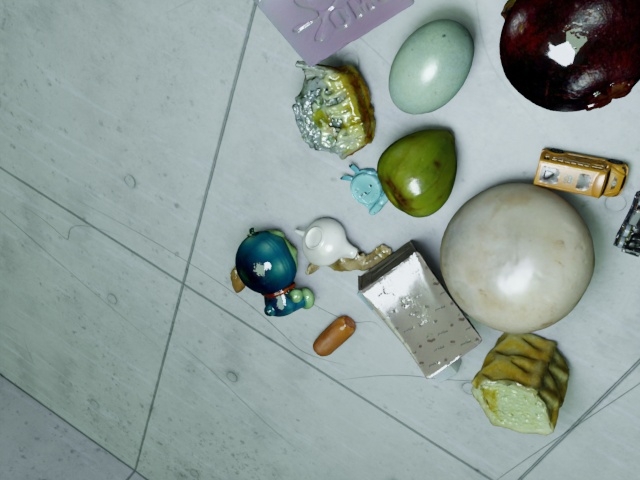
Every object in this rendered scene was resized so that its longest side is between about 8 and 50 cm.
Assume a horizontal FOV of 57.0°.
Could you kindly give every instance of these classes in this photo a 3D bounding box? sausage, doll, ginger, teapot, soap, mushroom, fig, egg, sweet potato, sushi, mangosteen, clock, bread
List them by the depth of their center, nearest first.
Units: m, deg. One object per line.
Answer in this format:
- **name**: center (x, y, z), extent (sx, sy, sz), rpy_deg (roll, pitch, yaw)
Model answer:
- **mangosteen**: center (0.497, -0.427, 1.153), extent (0.306, 0.306, 0.347), rpy_deg (-25, 74, 36)
- **soap**: center (0.025, -0.550, 1.278), extent (0.296, 0.285, 0.107), rpy_deg (-29, 66, 17)
- **egg**: center (0.251, -0.394, 1.356), extent (0.169, 0.169, 0.237), rpy_deg (38, 134, 4)
- **mushroom**: center (0.480, 0.042, 1.446), extent (0.362, 0.294, 0.363), rpy_deg (-3, 84, 35)
- **fig**: center (0.258, -0.175, 1.481), extent (0.225, 0.203, 0.203), rpy_deg (-44, 92, 1)
- **sushi**: center (0.034, -0.345, 1.520), extent (0.184, 0.139, 0.274), rpy_deg (-5, 113, 29)
- **bread**: center (0.544, 0.382, 1.584), extent (0.196, 0.252, 0.239), rpy_deg (-27, 105, 37)
- **clock**: center (0.126, -0.149, 1.639), extent (0.147, 0.045, 0.108), rpy_deg (40, 126, 3)
- **teapot**: center (0.000, 0.000, 1.743), extent (0.226, 0.092, 0.145), rpy_deg (24, 88, 41)
- **ginger**: center (0.080, 0.061, 1.765), extent (0.287, 0.075, 0.089), rpy_deg (-8, 135, 26)
- **doll**: center (-0.149, 0.103, 1.832), extent (0.198, 0.186, 0.322), rpy_deg (-6, 113, 52)
- **sausage**: center (0.041, 0.316, 1.928), extent (0.076, 0.076, 0.197), rpy_deg (42, 129, 1)
- **sweet potato**: center (-0.264, 0.101, 1.981), extent (0.067, 0.060, 0.206), rpy_deg (14, 117, -19)

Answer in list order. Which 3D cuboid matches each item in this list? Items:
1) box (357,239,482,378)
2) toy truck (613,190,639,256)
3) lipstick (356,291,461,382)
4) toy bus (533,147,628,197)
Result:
- **box**: center (0.261, 0.177, 1.598), extent (0.190, 0.225, 0.297), rpy_deg (-38, 94, 8)
- **toy truck**: center (0.741, -0.047, 1.342), extent (0.083, 0.092, 0.192), rpy_deg (20, 132, 18)
- **lipstick**: center (0.268, 0.261, 1.773), extent (0.371, 0.076, 0.079), rpy_deg (46, 126, -2)
- **toy bus**: center (0.598, -0.149, 1.359), extent (0.194, 0.088, 0.084), rpy_deg (15, 121, 21)
